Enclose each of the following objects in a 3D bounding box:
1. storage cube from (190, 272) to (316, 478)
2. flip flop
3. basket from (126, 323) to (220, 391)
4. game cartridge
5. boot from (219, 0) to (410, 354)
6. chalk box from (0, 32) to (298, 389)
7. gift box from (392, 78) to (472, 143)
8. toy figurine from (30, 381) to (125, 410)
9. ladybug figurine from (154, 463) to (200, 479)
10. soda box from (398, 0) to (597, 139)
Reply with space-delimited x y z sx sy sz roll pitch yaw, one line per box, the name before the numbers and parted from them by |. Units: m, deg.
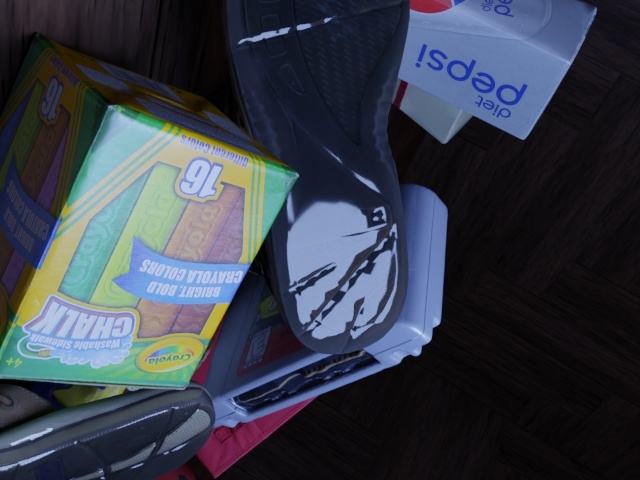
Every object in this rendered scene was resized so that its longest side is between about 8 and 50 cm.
storage cube | -0.109 0.169 0.957 0.184 0.193 0.215 -40 173 9
flip flop | -0.211 0.137 0.477 0.277 0.080 0.112 -11 138 -27
basket | -0.173 0.085 0.759 0.113 0.103 0.167 -51 167 -49
game cartridge | -0.005 0.063 0.695 0.294 0.060 0.196 -30 -152 36
boot | -0.037 -0.115 0.608 0.284 0.138 0.377 -161 -118 -69
chalk box | -0.139 0.007 0.438 0.132 0.132 0.213 14 109 -45
gift box | 0.168 -0.326 0.853 0.276 0.255 0.258 -51 171 -15
toy figurine | -0.198 0.168 0.664 0.217 0.191 0.362 -64 173 -4
ladybug figurine | -0.260 0.433 0.988 0.449 0.162 0.304 73 22 -71
soda box | 0.087 -0.210 0.628 0.091 0.286 0.098 -56 171 -34
